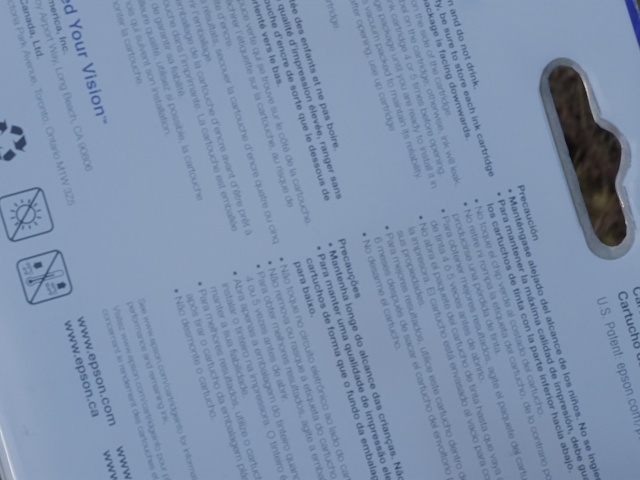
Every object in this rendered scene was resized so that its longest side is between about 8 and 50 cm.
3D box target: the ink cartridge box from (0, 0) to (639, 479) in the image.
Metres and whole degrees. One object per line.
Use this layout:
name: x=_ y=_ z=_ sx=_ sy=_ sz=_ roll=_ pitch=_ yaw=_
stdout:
ink cartridge box: x=0.000 y=0.000 z=0.824 sx=0.330 sy=0.071 sz=0.324 roll=-16 pitch=88 yaw=-13
